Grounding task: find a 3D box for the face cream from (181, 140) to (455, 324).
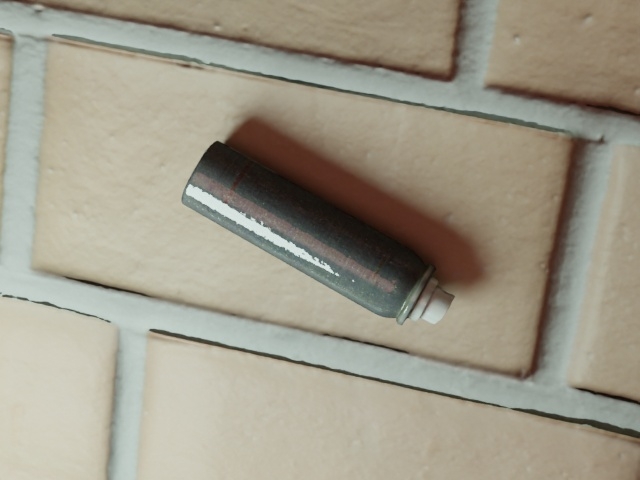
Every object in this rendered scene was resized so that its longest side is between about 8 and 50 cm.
[{"bbox_3d":[0.000,0.000,1.522,0.283,0.073,0.073,29,112,4],"label":"face cream"}]
